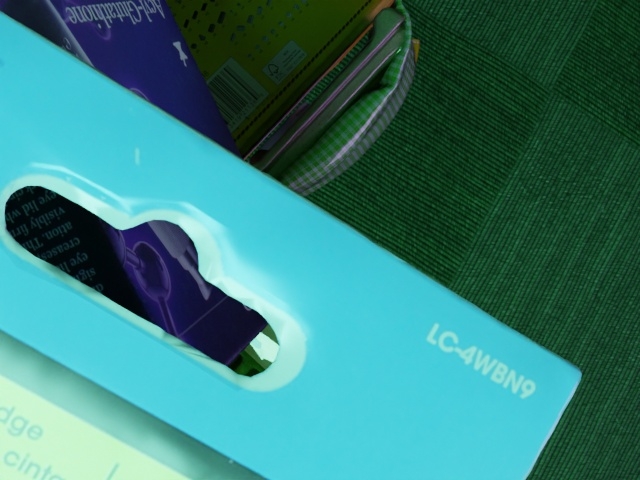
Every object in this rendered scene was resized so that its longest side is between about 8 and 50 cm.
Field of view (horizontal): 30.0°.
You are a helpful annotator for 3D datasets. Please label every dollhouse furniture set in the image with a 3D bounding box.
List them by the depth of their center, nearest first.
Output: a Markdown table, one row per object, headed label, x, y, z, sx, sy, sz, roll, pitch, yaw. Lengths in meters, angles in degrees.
| label | x | y | z | sx | sy | sz | roll | pitch | yaw |
| --- | --- | --- | --- | --- | --- | --- | --- | --- | --- |
| dollhouse furniture set | 0.000 | 0.000 | 0.824 | 0.301 | 0.151 | 0.197 | -47 | -176 | 7 |

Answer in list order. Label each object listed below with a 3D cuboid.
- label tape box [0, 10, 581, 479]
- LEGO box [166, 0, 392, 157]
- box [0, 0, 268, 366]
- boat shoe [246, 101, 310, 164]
| label | x | y | z | sx | sy | sz | roll | pitch | yaw |
| --- | --- | --- | --- | --- | --- | --- | --- | --- | --- |
| label tape box | -0.123 | 0.119 | 0.366 | 0.348 | 0.249 | 0.115 | -59 | -169 | -1 |
| LEGO box | -0.162 | -0.099 | 0.975 | 0.500 | 0.193 | 0.372 | -49 | -174 | -26 |
| box | -0.112 | -0.030 | 0.479 | 0.108 | 0.207 | 0.153 | -24 | -172 | 19 |
| boat shoe | -0.035 | -0.061 | 0.969 | 0.049 | 0.040 | 0.142 | -50 | -174 | -36 |
